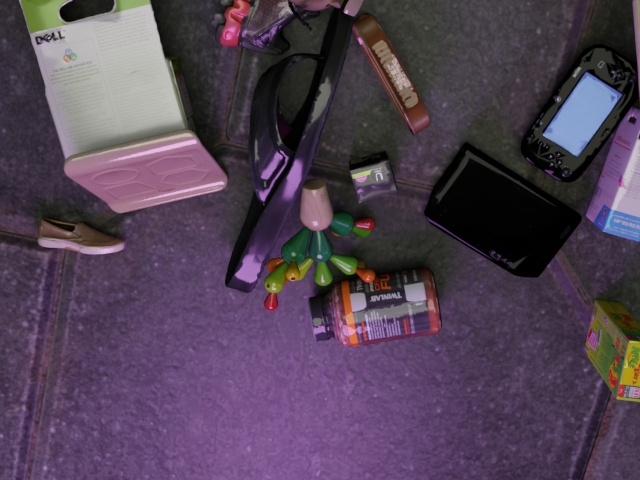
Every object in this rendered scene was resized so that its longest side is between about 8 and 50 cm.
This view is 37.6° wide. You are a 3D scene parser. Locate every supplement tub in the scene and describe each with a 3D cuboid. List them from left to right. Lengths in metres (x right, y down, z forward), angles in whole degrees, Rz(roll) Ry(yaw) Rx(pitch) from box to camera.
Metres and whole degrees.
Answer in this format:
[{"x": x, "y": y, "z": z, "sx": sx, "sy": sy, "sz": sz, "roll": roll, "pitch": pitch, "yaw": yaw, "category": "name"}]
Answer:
[{"x": 0.083, "y": 0.107, "z": 1.456, "sx": 0.197, "sy": 0.106, "sz": 0.106, "roll": -10, "pitch": 105, "yaw": 3, "category": "supplement tub"}]

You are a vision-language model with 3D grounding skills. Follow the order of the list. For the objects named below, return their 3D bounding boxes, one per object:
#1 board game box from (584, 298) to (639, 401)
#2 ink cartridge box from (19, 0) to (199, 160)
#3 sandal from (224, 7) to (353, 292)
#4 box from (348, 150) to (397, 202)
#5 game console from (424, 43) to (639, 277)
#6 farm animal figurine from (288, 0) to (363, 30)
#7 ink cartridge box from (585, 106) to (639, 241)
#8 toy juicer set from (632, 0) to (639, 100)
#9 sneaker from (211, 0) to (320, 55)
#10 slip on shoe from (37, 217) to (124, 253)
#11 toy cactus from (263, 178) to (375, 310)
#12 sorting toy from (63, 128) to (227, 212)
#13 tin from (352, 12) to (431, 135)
[{"x": 0.452, "y": 0.163, "z": 1.428, "sx": 0.043, "sy": 0.181, "sz": 0.092, "roll": 6, "pitch": 105, "yaw": -1, "category": "board game box"}, {"x": -0.302, "y": -0.248, "z": 1.369, "sx": 0.188, "sy": 0.097, "sz": 0.255, "roll": -12, "pitch": 103, "yaw": 4, "category": "ink cartridge box"}, {"x": -0.069, "y": -0.132, "z": 1.356, "sx": 0.107, "sy": 0.167, "sz": 0.446, "roll": 20, "pitch": 106, "yaw": -11, "category": "sandal"}, {"x": 0.078, "y": -0.096, "z": 1.411, "sx": 0.062, "sy": 0.083, "sz": 0.052, "roll": -16, "pitch": 105, "yaw": 5, "category": "box"}, {"x": 0.331, "y": -0.129, "z": 1.409, "sx": 0.213, "sy": 0.044, "sz": 0.361, "roll": 30, "pitch": 108, "yaw": -7, "category": "game console"}, {"x": 0.058, "y": -0.422, "z": 1.224, "sx": 0.327, "sy": 0.172, "sz": 0.330, "roll": -47, "pitch": 120, "yaw": 6, "category": "farm animal figurine"}, {"x": 0.463, "y": -0.102, "z": 1.395, "sx": 0.061, "sy": 0.104, "sz": 0.181, "roll": 15, "pitch": 105, "yaw": -3, "category": "ink cartridge box"}, {"x": 0.500, "y": -0.165, "z": 1.304, "sx": 0.329, "sy": 0.089, "sz": 0.209, "roll": 23, "pitch": 72, "yaw": -31, "category": "toy juicer set"}, {"x": -0.045, "y": -0.385, "z": 1.328, "sx": 0.135, "sy": 0.098, "sz": 0.276, "roll": 24, "pitch": 106, "yaw": -6, "category": "sneaker"}, {"x": -0.371, "y": -0.009, "z": 1.459, "sx": 0.135, "sy": 0.051, "sz": 0.041, "roll": 8, "pitch": 108, "yaw": 7, "category": "slip on shoe"}, {"x": 0.000, "y": 0.000, "z": 1.383, "sx": 0.219, "sy": 0.112, "sz": 0.181, "roll": -24, "pitch": 128, "yaw": -26, "category": "toy cactus"}, {"x": -0.248, "y": -0.103, "z": 1.370, "sx": 0.193, "sy": 0.208, "sz": 0.038, "roll": -13, "pitch": 74, "yaw": 4, "category": "sorting toy"}, {"x": 0.103, "y": -0.242, "z": 1.362, "sx": 0.040, "sy": 0.106, "sz": 0.190, "roll": -31, "pitch": 104, "yaw": 1, "category": "tin"}]
